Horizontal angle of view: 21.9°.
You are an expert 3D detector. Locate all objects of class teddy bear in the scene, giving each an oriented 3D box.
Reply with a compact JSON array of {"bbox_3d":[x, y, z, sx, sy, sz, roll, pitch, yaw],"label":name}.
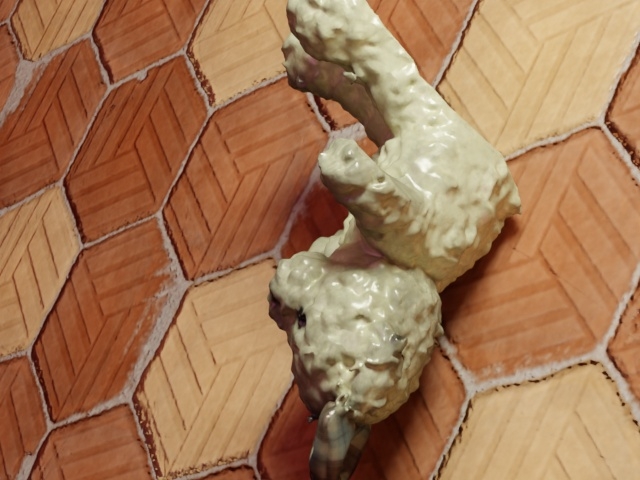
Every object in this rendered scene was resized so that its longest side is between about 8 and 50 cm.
[{"bbox_3d":[0.000,0.000,1.605,0.362,0.375,0.327,-44,-5,-11],"label":"teddy bear"}]
